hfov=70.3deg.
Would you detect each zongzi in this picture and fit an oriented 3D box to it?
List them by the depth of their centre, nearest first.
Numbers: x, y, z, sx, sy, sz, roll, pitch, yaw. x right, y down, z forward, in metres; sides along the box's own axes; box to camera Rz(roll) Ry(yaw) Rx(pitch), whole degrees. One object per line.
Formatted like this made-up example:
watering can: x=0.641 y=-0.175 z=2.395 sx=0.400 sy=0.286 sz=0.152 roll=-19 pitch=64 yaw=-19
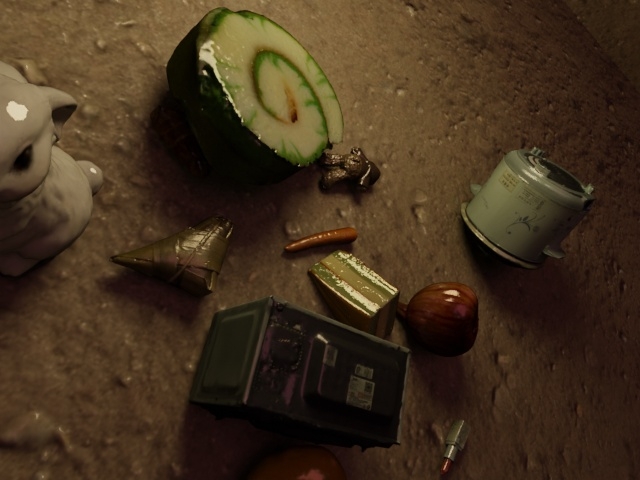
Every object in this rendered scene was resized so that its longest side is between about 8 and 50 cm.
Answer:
zongzi: x=-0.251 y=0.002 z=0.802 sx=0.176 sy=0.078 sz=0.160 roll=25 pitch=57 yaw=-20

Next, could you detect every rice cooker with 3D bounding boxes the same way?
rice cooker: x=0.529 y=-0.073 z=1.196 sx=0.264 sy=0.317 sz=0.316 roll=-11 pitch=80 yaw=-46

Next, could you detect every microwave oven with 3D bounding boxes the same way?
microwave oven: x=-0.032 y=0.236 z=0.765 sx=0.295 sy=0.238 sz=0.181 roll=27 pitch=63 yaw=-28

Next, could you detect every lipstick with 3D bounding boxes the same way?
lipstick: x=0.296 y=0.466 z=1.018 sx=0.030 sy=0.030 sz=0.129 roll=47 pitch=56 yaw=-11

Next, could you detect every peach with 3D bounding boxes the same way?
peach: x=-0.041 y=0.420 z=0.751 sx=0.179 sy=0.103 sz=0.179 roll=-8 pitch=118 yaw=-15

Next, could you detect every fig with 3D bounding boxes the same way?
fig: x=0.251 y=0.171 z=1.035 sx=0.175 sy=0.207 sz=0.174 roll=1 pitch=90 yaw=-66

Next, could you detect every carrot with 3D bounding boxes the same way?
carrot: x=0.000 y=0.000 z=0.988 sx=0.190 sy=0.037 sz=0.037 roll=-11 pitch=80 yaw=-31

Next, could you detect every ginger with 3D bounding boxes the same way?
ginger: x=-0.244 y=-0.194 z=0.873 sx=0.103 sy=0.073 sz=0.162 roll=-33 pitch=88 yaw=-32

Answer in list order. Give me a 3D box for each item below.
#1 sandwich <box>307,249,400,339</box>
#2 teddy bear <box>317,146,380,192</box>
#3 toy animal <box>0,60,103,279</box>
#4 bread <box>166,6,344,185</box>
sandwich: x=0.067 y=0.135 z=0.995 sx=0.187 sy=0.144 sz=0.117 roll=36 pitch=49 yaw=26
teddy bear: x=0.076 y=-0.170 z=1.064 sx=0.161 sy=0.078 sz=0.119 roll=0 pitch=71 yaw=-31
toy animal: x=-0.387 y=-0.088 z=0.573 sx=0.194 sy=0.357 sz=0.257 roll=39 pitch=56 yaw=-14
bread: x=-0.109 y=-0.270 z=0.904 sx=0.382 sy=0.129 sz=0.365 roll=22 pitch=53 yaw=-41
